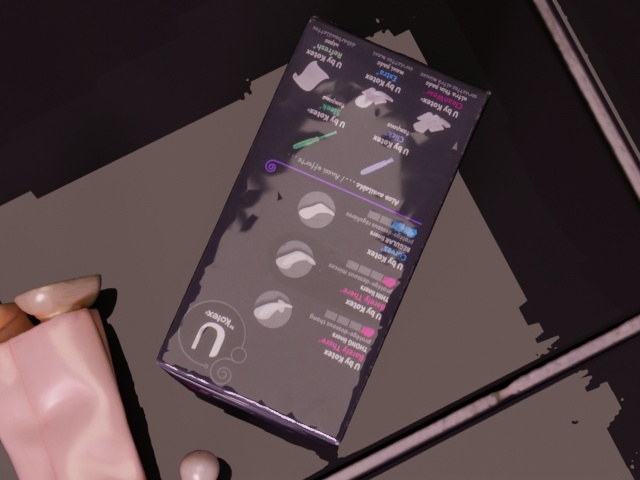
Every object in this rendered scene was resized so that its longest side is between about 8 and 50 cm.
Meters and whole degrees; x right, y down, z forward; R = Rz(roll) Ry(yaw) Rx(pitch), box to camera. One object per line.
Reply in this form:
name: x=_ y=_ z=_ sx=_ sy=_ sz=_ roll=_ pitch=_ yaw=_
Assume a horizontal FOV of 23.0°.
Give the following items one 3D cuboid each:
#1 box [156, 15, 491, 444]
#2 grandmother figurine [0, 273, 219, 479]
box: x=0.000 y=0.000 z=1.146 sx=0.143 sy=0.165 sz=0.270 roll=23 pitch=81 yaw=1
grandmother figurine: x=-0.158 y=0.202 z=1.149 sx=0.207 sy=0.104 sz=0.342 roll=-19 pitch=86 yaw=31
